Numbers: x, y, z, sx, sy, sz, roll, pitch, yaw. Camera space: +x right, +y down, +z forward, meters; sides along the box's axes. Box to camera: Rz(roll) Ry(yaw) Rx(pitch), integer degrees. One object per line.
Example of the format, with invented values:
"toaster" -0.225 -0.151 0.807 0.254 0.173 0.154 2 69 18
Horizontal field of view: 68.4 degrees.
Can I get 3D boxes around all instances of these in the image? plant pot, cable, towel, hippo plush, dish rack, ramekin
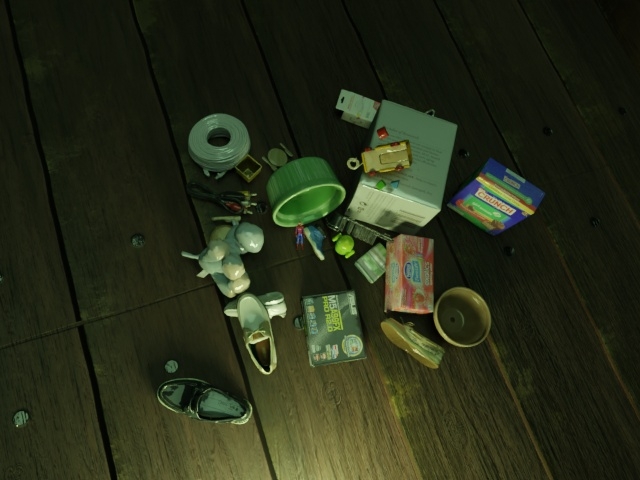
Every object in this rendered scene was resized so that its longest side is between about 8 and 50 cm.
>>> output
"plant pot" -0.300 -0.288 1.952 0.081 0.083 0.081 41 69 3
"plant pot" 0.557 0.313 1.909 0.237 0.110 0.238 3 73 -10
"cable" -0.421 -0.407 1.949 0.257 0.089 0.257 -38 71 -18
"towel" 0.230 0.091 1.964 0.152 0.023 0.113 -39 84 -20
"hippo plush" -0.315 0.057 1.768 0.236 0.294 0.234 -42 107 -35
"dish rack" 0.160 -0.037 1.890 0.271 0.208 0.074 24 95 -4
"cable" -0.405 -0.161 1.907 0.286 0.072 0.140 7 55 0
"ramekin" -0.067 -0.194 1.859 0.303 0.303 0.148 -17 69 -16

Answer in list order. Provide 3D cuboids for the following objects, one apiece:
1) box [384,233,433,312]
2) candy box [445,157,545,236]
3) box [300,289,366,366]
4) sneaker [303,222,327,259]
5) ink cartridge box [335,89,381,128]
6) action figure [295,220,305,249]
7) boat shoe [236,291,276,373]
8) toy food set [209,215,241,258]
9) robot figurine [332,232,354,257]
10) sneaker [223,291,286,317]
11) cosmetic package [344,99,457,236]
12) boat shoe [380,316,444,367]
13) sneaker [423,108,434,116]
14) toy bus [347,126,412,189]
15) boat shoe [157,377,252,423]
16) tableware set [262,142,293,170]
"box" 0.355 0.140 1.897 0.153 0.142 0.300 10 72 -15
"candy box" 0.724 -0.173 1.988 0.268 0.317 0.122 34 69 1
"box" 0.047 0.339 1.828 0.216 0.060 0.270 -5 74 -12
"sneaker" 0.000 0.000 1.930 0.084 0.058 0.152 -27 72 -9
"ink cartridge box" 0.168 -0.597 2.152 0.198 0.067 0.116 20 69 -6
"action figure" -0.083 -0.021 1.915 0.038 0.030 0.115 -2 95 -7
"boat shoe" -0.222 0.334 1.696 0.113 0.103 0.303 -20 101 -6
"toy food set" -0.372 0.000 1.874 0.132 0.038 0.192 -1 83 -6
"robot figurine" 0.097 0.018 1.912 0.067 0.115 0.101 -32 81 -19
"sneaker" -0.247 0.266 1.785 0.234 0.090 0.095 -7 116 1
"cosmetic package" 0.321 -0.283 1.939 0.327 0.329 0.394 17 69 -3
"boat shoe" 0.361 0.389 1.858 0.285 0.104 0.089 40 65 -8
"sneaker" 0.459 -0.537 2.178 0.069 0.084 0.185 39 69 3
"toy bus" 0.233 -0.300 1.699 0.202 0.191 0.104 37 27 4
"boat shoe" -0.403 0.563 1.640 0.339 0.113 0.127 22 70 -3
"tableware set" -0.150 -0.310 2.014 0.194 0.039 0.128 45 58 -1
